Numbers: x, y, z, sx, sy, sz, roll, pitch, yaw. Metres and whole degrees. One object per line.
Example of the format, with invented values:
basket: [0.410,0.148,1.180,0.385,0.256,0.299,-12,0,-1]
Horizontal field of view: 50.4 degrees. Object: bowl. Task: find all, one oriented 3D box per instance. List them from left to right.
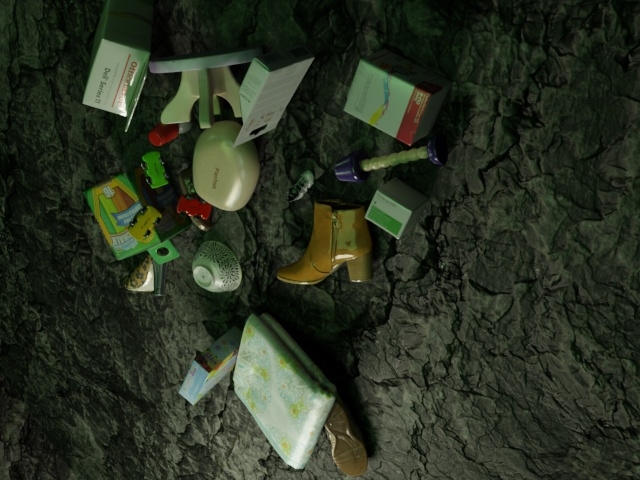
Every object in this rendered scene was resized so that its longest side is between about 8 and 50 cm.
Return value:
bowl: [-0.326,0.093,2.029,0.170,0.080,0.170,15,121,27]

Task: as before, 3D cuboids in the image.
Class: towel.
towel: [-0.121,0.434,1.993,0.374,0.090,0.321,43,132,33]

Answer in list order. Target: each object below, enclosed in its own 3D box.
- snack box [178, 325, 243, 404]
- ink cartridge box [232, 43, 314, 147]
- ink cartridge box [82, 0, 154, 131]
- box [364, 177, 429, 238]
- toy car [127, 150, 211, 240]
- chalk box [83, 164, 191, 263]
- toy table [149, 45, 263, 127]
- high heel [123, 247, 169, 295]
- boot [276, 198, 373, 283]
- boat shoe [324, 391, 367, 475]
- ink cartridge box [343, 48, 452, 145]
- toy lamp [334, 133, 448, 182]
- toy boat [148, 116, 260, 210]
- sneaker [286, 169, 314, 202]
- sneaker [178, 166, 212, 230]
snack box: [-0.326,0.382,2.090,0.070,0.207,0.174,39,128,12]
ink cartridge box: [-0.128,-0.343,1.605,0.066,0.189,0.232,46,130,6]
ink cartridge box: [-0.506,-0.463,1.703,0.119,0.354,0.207,14,133,-24]
box: [0.179,-0.076,1.592,0.101,0.102,0.087,34,125,17]
toy car: [-0.434,-0.136,1.852,0.053,0.239,0.225,25,131,60]
chalk box: [-0.519,-0.063,1.994,0.180,0.179,0.289,-21,100,26]
toy table: [-0.270,-0.376,1.663,0.274,0.252,0.161,-2,111,12]
high heel: [-0.564,0.073,2.201,0.261,0.093,0.186,5,91,48]
boot: [0.000,0.000,1.762,0.295,0.104,0.211,-3,106,29]
boat shoe: [0.073,0.566,2.009,0.104,0.089,0.285,-14,109,11]
ink cartridge box: [0.165,-0.311,1.465,0.176,0.128,0.127,30,126,17]
toy lamp: [0.156,-0.184,1.571,0.274,0.080,0.080,-6,109,34]
toy boat: [-0.295,-0.242,1.815,0.318,0.148,0.267,32,132,8]
sneaker: [-0.057,-0.133,1.741,0.038,0.069,0.098,40,129,10]
sneaker: [-0.344,-0.118,1.943,0.071,0.066,0.188,-12,107,32]
